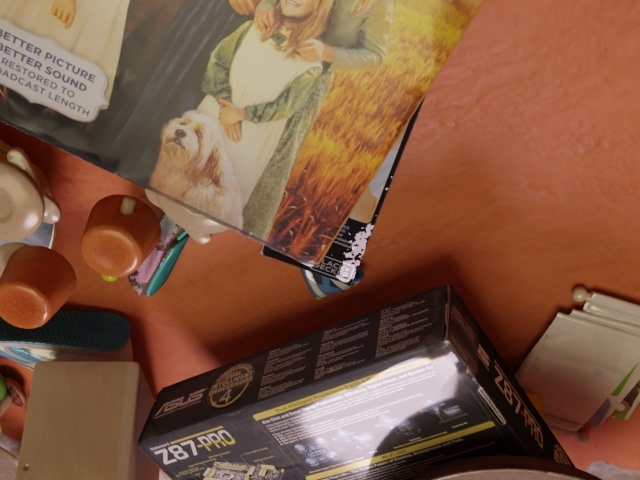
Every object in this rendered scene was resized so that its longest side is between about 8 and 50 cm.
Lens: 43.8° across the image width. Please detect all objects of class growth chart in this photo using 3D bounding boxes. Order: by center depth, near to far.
[{"bbox_3d":[0.302,0.149,0.895,0.172,0.021,0.237,23,128,-6],"label":"growth chart"}]

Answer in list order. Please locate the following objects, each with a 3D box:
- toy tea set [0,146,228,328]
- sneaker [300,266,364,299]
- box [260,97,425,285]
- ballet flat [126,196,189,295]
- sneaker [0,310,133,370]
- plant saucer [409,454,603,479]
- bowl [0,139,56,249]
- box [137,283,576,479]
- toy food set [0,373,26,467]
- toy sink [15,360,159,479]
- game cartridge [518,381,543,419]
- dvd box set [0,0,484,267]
[{"bbox_3d":[-0.223,-0.055,0.781,0.336,0.124,0.200,-30,115,22],"label":"toy tea set"},{"bbox_3d":[0.000,0.000,0.835,0.059,0.053,0.144,-11,132,21],"label":"sneaker"},{"bbox_3d":[0.041,-0.127,0.657,0.087,0.169,0.289,20,129,0],"label":"box"},{"bbox_3d":[-0.161,-0.025,0.845,0.079,0.077,0.221,42,127,-2],"label":"ballet flat"},{"bbox_3d":[-0.347,0.131,0.992,0.229,0.087,0.092,11,130,7],"label":"sneaker"},{"bbox_3d":[0.196,0.321,0.839,0.311,0.050,0.310,4,127,6],"label":"plant saucer"},{"bbox_3d":[-0.445,-0.030,0.829,0.156,0.290,0.289,47,138,33],"label":"bowl"},{"bbox_3d":[0.043,0.246,0.897,0.395,0.097,0.318,-24,120,26],"label":"box"},{"bbox_3d":[-0.462,0.195,1.085,0.128,0.071,0.217,11,130,35],"label":"toy food set"},{"bbox_3d":[-0.276,0.260,0.973,0.131,0.152,0.234,0,151,-3],"label":"toy sink"},{"bbox_3d":[0.111,0.278,1.005,0.286,0.052,0.323,8,132,9],"label":"game cartridge"},{"bbox_3d":[-0.038,-0.208,0.462,0.308,0.062,0.420,26,121,-10],"label":"dvd box set"}]
